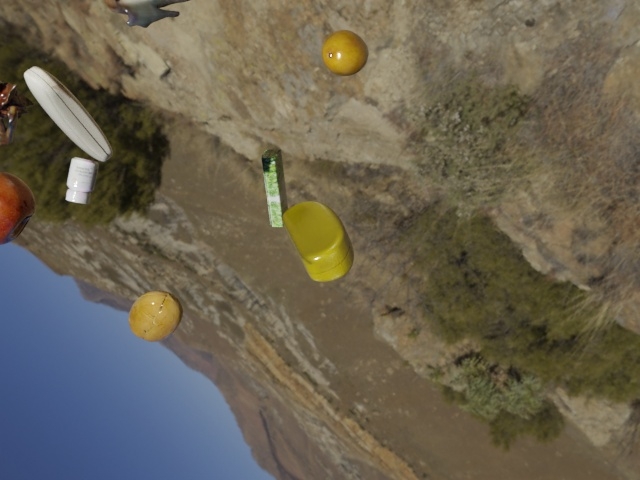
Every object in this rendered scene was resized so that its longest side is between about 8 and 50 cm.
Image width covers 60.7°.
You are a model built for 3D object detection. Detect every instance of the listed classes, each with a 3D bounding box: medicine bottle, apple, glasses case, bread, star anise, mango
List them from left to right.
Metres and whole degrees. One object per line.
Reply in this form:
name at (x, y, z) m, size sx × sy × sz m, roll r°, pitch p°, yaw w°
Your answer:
star anise at (-0.773, -0.316, 1.246) m, size 0.347 × 0.148 × 0.237 m, roll 22°, pitch 178°, yaw 31°
apple at (-0.976, -0.088, 1.656) m, size 0.173 × 0.210 × 0.234 m, roll 29°, pitch 127°, yaw -9°
glasses case at (-0.429, -0.212, 0.942) m, size 0.081 × 0.051 × 0.204 m, roll 32°, pitch 161°, yaw 27°
medicine bottle at (-0.485, -0.121, 1.109) m, size 0.052 × 0.089 × 0.052 m, roll 13°, pitch -177°, yaw -1°
bread at (-0.385, 0.183, 1.266) m, size 0.114 × 0.077 × 0.189 m, roll 17°, pitch 135°, yaw -22°
glasses case at (-0.168, -0.190, 1.997) m, size 0.062 × 0.095 × 0.272 m, roll 1°, pitch 119°, yaw 13°
glasses case at (0.000, 0.000, 1.757) m, size 0.141 × 0.173 × 0.371 m, roll 65°, pitch 177°, yaw -32°
mango at (0.061, -0.418, 1.203) m, size 0.102 × 0.184 × 0.085 m, roll 41°, pitch 125°, yaw -3°

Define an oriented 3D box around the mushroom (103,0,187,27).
mushroom at (-0.291, -0.563, 0.828) m, size 0.397 × 0.225 × 0.313 m, roll 50°, pitch 150°, yaw 35°
